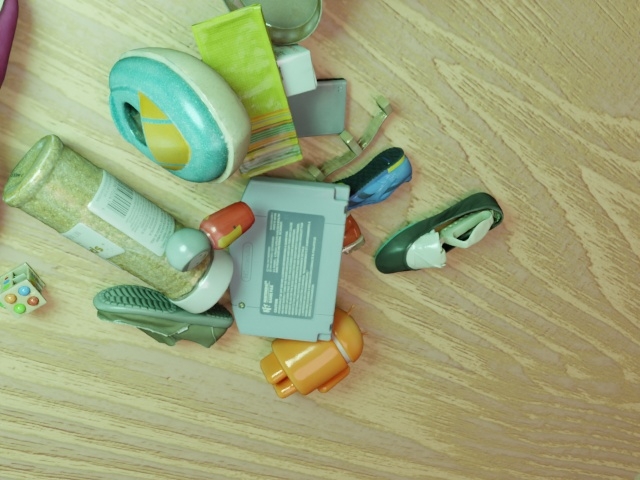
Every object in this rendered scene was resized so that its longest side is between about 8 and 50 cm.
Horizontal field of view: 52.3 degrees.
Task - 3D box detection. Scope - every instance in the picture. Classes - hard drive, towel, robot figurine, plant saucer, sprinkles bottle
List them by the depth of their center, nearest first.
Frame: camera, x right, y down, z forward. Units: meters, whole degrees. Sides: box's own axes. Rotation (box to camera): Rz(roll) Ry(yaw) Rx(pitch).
[{"bbox_3d":[-0.098,-0.205,0.929,0.102,0.021,0.237,-24,124,-12],"label":"towel"},{"bbox_3d":[-0.069,-0.361,0.931,0.168,0.168,0.029,60,46,-36],"label":"plant saucer"},{"bbox_3d":[-0.299,-0.016,1.013,0.121,0.121,0.355,-48,125,5],"label":"sprinkles bottle"},{"bbox_3d":[-0.023,-0.220,1.091,0.135,0.022,0.094,-9,120,-21],"label":"hard drive"},{"bbox_3d":[-0.008,0.216,1.275,0.219,0.128,0.158,-33,81,-5],"label":"robot figurine"}]

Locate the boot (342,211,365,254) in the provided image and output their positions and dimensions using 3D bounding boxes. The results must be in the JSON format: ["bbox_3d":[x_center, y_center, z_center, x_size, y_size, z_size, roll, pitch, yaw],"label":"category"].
[{"bbox_3d":[0.000,0.000,1.208,0.158,0.059,0.085,-29,117,-13],"label":"boot"}]

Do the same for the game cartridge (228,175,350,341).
[{"bbox_3d":[-0.062,0.034,1.148,0.198,0.062,0.297,8,112,3],"label":"game cartridge"}]

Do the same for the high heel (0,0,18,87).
[{"bbox_3d":[-0.470,-0.156,0.891,0.377,0.127,0.181,-57,154,6],"label":"high heel"}]

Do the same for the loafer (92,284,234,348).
[{"bbox_3d":[-0.272,0.144,1.129,0.251,0.094,0.087,16,105,-31],"label":"loafer"}]

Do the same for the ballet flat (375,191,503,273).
[{"bbox_3d":[0.241,-0.007,1.288,0.280,0.096,0.095,-32,126,-6],"label":"ballet flat"}]

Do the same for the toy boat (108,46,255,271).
[{"bbox_3d":[-0.193,-0.108,0.920,0.148,0.267,0.318,-35,128,-28],"label":"toy boat"}]

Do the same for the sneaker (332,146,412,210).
[{"bbox_3d":[0.078,-0.084,1.187,0.209,0.069,0.082,-32,129,-6],"label":"sneaker"}]

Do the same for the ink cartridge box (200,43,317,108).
[{"bbox_3d":[-0.095,-0.251,0.986,0.150,0.109,0.063,-20,122,-14],"label":"ink cartridge box"}]

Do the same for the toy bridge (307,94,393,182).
[{"bbox_3d":[0.055,-0.168,1.142,0.188,0.026,0.063,-45,154,3],"label":"toy bridge"}]

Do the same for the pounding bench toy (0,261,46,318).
[{"bbox_3d":[-0.481,0.088,1.017,0.083,0.065,0.052,-31,126,-7],"label":"pounding bench toy"}]
